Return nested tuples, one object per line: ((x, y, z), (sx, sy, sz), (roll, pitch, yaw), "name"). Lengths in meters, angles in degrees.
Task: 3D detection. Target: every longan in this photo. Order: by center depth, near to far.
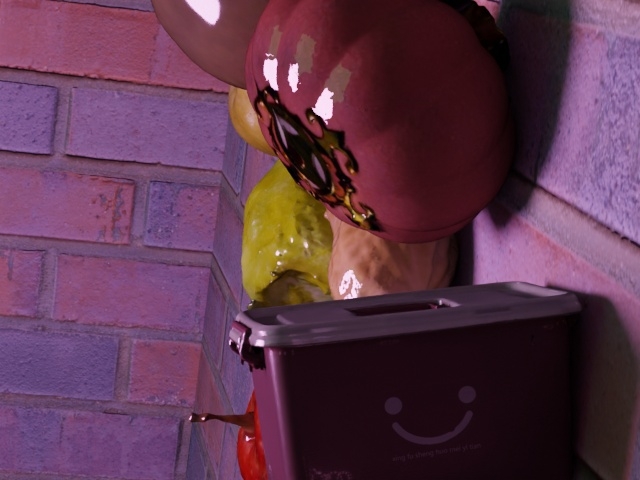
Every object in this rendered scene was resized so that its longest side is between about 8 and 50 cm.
((-0.038, -0.346, 2.111), (0.361, 0.361, 0.360), (-175, 90, -79), "longan")

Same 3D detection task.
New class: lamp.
((0.072, -0.148, 1.726), (0.305, 0.240, 0.305), (42, 159, 20), "lamp")

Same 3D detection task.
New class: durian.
((0.000, 0.000, 2.151), (0.255, 0.205, 0.339), (89, 175, -48), "durian")

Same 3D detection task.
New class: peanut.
((0.078, -0.016, 1.917), (0.313, 0.149, 0.149), (-92, 12, -48), "peanut")

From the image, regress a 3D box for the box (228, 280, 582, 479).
((0.076, 0.133, 1.482), (0.193, 0.294, 0.167), (-158, 63, -79), "box")

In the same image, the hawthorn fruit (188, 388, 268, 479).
((-0.010, 0.213, 1.904), (0.242, 0.272, 0.241), (-168, 90, -87), "hawthorn fruit")

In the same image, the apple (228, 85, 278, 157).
((-0.029, -0.243, 2.439), (0.261, 0.194, 0.260), (-177, 90, -79), "apple")
